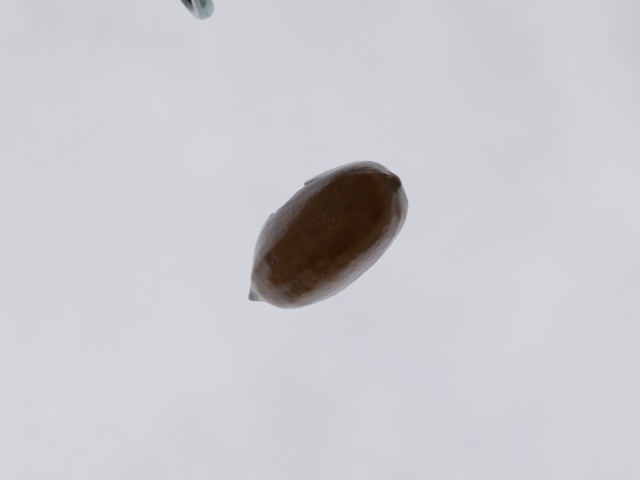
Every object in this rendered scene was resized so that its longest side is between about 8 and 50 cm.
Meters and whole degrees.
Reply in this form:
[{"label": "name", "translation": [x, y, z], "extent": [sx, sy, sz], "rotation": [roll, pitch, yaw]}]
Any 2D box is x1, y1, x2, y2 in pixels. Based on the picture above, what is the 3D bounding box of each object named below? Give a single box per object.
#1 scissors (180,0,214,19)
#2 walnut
[{"label": "scissors", "translation": [-0.178, -0.331, 0.463], "extent": [0.029, 0.383, 0.256], "rotation": [-34, -104, -6]}, {"label": "walnut", "translation": [0.000, 0.000, 0.686], "extent": [0.207, 0.116, 0.116], "rotation": [-42, -94, 20]}]
